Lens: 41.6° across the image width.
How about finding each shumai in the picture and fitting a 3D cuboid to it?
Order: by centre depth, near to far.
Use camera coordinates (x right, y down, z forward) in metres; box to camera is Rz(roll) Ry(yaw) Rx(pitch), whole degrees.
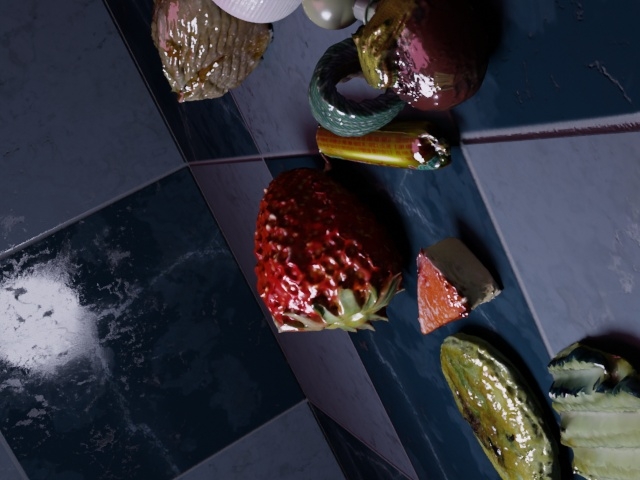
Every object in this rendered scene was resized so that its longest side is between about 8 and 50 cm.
[{"bbox_3d":[-0.247,-0.445,1.561,0.283,0.217,0.346,56,167,17],"label":"shumai"}]

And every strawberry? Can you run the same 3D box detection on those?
[{"bbox_3d":[0.002,-0.001,1.535,0.292,0.292,0.343,106,147,-69],"label":"strawberry"}]

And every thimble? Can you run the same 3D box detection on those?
[{"bbox_3d":[0.052,-0.212,1.165,0.090,0.135,0.118,123,125,-75],"label":"thimble"}]

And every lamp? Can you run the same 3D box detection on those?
[{"bbox_3d":[0.112,-0.218,0.959,0.157,0.135,0.156,56,165,10],"label":"lamp"},{"bbox_3d":[0.050,-0.312,1.119,0.163,0.091,0.091,34,153,29],"label":"lamp"}]

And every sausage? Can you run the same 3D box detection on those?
[{"bbox_3d":[0.098,-0.147,1.260,0.371,0.082,0.082,23,139,65],"label":"sausage"}]

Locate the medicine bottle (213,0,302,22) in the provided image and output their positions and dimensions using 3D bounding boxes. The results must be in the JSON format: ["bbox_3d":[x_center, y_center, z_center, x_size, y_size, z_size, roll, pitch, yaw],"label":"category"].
[{"bbox_3d":[-0.037,-0.386,0.977,0.165,0.165,0.273,60,149,5],"label":"medicine bottle"}]

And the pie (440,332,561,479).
[{"bbox_3d":[0.292,0.291,1.425,0.323,0.071,0.323,56,165,23],"label":"pie"}]

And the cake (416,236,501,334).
[{"bbox_3d":[0.213,0.100,1.298,0.116,0.086,0.220,52,161,38],"label":"cake"}]

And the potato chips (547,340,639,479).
[{"bbox_3d":[0.415,0.279,1.016,0.358,0.070,0.429,56,166,6],"label":"potato chips"}]
